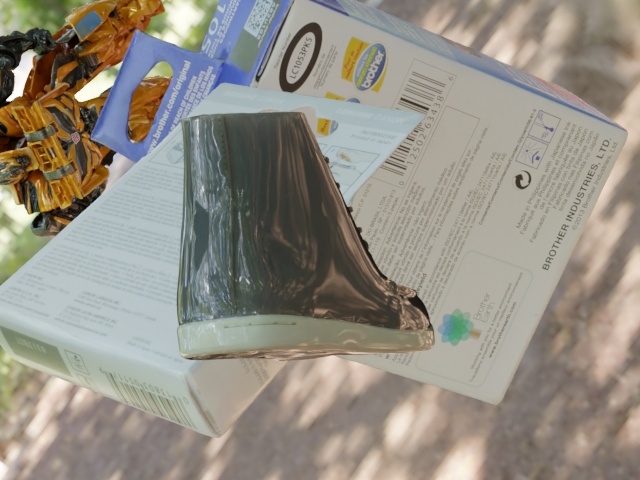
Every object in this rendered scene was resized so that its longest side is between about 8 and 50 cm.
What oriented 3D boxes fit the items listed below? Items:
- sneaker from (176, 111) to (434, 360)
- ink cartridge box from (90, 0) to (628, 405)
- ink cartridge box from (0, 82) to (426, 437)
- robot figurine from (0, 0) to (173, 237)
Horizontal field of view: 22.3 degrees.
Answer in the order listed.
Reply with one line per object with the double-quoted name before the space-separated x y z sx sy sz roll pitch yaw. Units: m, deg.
"sneaker" 0.000 0.000 0.821 0.083 0.118 0.222 -5 -6 22
"ink cartridge box" 0.018 -0.055 1.340 0.270 0.395 0.151 -66 28 11
"ink cartridge box" -0.062 0.002 0.985 0.189 0.066 0.232 14 45 42
"robot figurine" -0.231 -0.133 1.606 0.085 0.211 0.291 -11 25 29
